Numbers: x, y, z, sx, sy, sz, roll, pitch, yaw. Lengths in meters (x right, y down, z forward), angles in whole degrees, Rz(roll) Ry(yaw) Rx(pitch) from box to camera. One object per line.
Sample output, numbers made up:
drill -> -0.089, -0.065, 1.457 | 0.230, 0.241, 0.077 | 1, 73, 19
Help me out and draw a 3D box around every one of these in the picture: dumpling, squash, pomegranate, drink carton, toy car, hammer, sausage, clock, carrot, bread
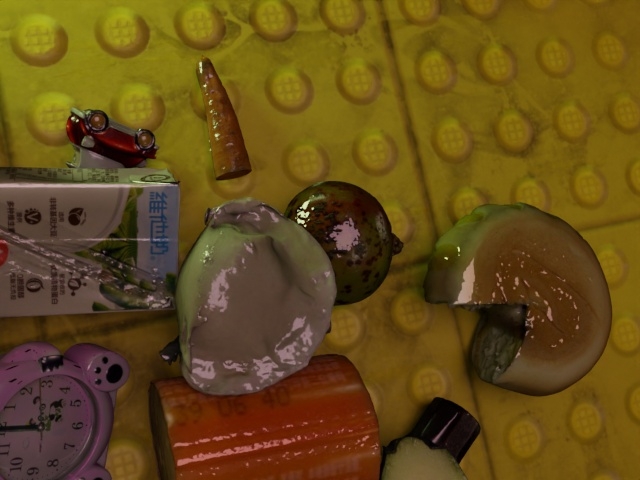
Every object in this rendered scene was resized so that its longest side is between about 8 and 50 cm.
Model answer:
dumpling -> -0.108, 0.084, 1.196 | 0.205, 0.163, 0.292 | 22, 62, -31
squash -> 0.139, 0.389, 1.258 | 0.192, 0.085, 0.184 | 7, 53, -36
pomegranate -> -0.001, -0.008, 1.331 | 0.246, 0.198, 0.198 | 23, 71, 24
drink carton -> -0.368, -0.002, 1.197 | 0.325, 0.132, 0.194 | -1, 107, -17
toy car -> -0.324, -0.132, 1.284 | 0.139, 0.112, 0.112 | 21, 90, -23
hammer -> 0.264, 0.472, 1.373 | 0.409, 0.095, 0.242 | 45, 71, -9
sausage -> -0.088, 0.291, 1.217 | 0.287, 0.233, 0.233 | -5, 82, -20
clock -> -0.389, 0.249, 1.141 | 0.248, 0.090, 0.227 | 9, 89, -46
carrot -> -0.164, -0.201, 1.368 | 0.061, 0.061, 0.209 | -12, 81, -19
bread -> 0.329, 0.095, 1.418 | 0.333, 0.160, 0.332 | 3, 81, -19

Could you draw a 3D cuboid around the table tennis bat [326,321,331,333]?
table tennis bat -> -0.098, 0.137, 1.350 | 0.235, 0.022, 0.131 | 1, 79, -15
